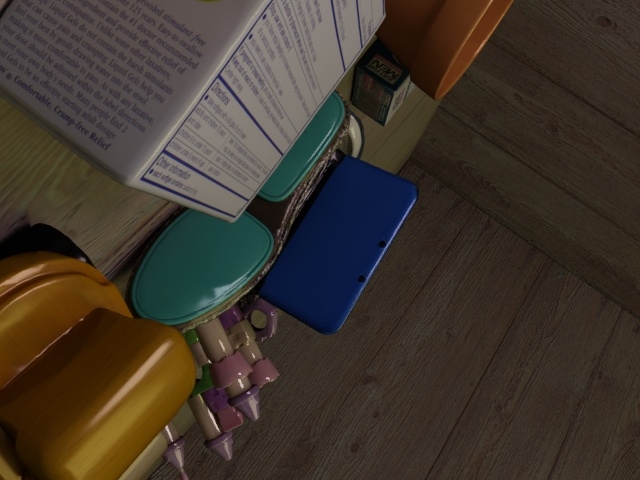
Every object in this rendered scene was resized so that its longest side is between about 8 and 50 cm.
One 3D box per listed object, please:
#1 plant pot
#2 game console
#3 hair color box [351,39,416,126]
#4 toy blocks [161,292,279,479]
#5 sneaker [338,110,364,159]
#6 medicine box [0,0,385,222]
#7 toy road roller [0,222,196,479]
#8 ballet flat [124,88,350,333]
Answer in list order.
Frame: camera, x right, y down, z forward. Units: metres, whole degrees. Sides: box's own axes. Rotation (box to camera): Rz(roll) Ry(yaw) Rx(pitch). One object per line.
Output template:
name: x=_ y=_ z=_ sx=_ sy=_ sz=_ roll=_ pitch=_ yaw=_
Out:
plant pot: x=0.198 y=-0.413 z=0.973 sx=0.291 sy=0.203 sz=0.291 roll=-53 pitch=172 yaw=-11
game console: x=0.000 y=0.000 z=1.027 sx=0.293 sy=0.173 sz=0.250 roll=-57 pitch=-173 yaw=-11
hair color box: x=0.214 y=-0.445 z=1.306 sx=0.347 sy=0.105 sz=0.174 roll=-53 pitch=172 yaw=-12
toy blocks: x=-0.201 y=0.273 z=1.054 sx=0.288 sy=0.260 sz=0.309 roll=-28 pitch=178 yaw=10
sneaker: x=0.036 y=-0.223 z=1.197 sx=0.148 sy=0.131 sz=0.350 roll=-59 pitch=180 yaw=-13
medicine box: x=-0.081 y=-0.179 z=0.499 sx=0.289 sy=0.149 sz=0.263 roll=-54 pitch=173 yaw=0
toy road roller: x=-0.221 y=0.162 z=0.525 sx=0.202 sy=0.240 sz=0.329 roll=-48 pitch=137 yaw=-38
ballet flat: x=-0.117 y=-0.046 z=0.923 sx=0.483 sy=0.164 sz=0.182 roll=-55 pitch=-177 yaw=-18
